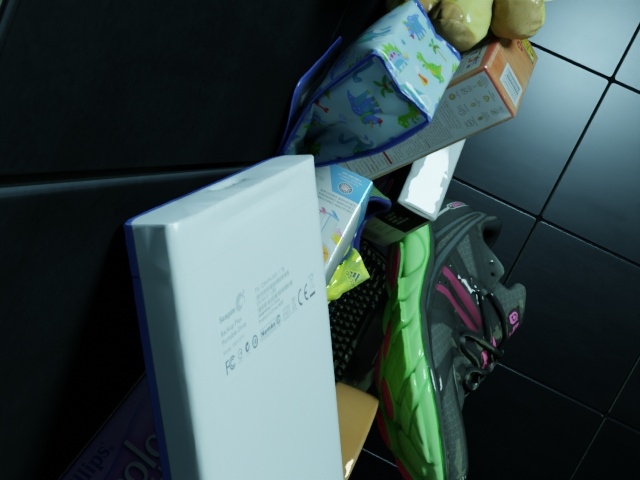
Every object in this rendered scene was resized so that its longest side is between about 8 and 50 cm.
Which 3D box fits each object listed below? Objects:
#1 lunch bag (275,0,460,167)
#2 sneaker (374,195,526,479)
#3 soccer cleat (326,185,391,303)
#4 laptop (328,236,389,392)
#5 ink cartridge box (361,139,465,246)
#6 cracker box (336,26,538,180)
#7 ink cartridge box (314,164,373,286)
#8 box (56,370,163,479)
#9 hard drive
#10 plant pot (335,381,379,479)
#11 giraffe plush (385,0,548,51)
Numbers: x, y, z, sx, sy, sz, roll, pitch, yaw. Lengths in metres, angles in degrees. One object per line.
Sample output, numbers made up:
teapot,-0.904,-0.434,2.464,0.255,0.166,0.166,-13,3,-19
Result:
lunch bag,0.035,-0.132,0.723,0.151,0.096,0.128,-30,-162,40
sneaker,0.188,0.116,1.102,0.185,0.202,0.482,101,-1,-53
soccer cleat,-0.010,0.043,0.943,0.289,0.121,0.093,-62,174,-18
laptop,0.071,0.089,1.251,0.137,0.264,0.234,-7,-134,52
ink cartridge box,0.161,-0.178,1.110,0.370,0.069,0.176,-65,-170,-18
cracker box,0.117,-0.152,0.904,0.232,0.067,0.155,-21,-157,36
ink cartridge box,-0.023,0.000,0.776,0.143,0.092,0.090,-62,174,-22
box,-0.146,0.248,0.653,0.213,0.117,0.243,-56,170,-54
hard drive,-0.042,0.116,0.559,0.210,0.040,0.318,-37,125,-63
plant pot,-0.077,0.287,1.016,0.290,0.204,0.291,-63,175,-10
giraffe plush,0.166,-0.314,0.829,0.210,0.181,0.170,-26,128,-27
